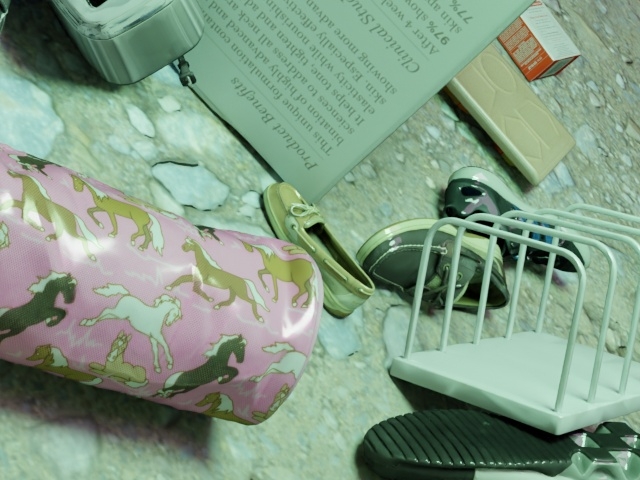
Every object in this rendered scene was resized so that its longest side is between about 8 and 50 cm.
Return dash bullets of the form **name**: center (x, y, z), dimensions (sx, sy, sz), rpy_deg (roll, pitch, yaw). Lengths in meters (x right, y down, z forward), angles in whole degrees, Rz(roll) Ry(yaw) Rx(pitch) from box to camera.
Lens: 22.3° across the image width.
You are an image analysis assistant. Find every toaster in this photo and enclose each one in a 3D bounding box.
- **toaster**: center (-0.196, -0.246, 1.508), dimensions (0.227, 0.129, 0.146), rpy_deg (59, -2, 13)

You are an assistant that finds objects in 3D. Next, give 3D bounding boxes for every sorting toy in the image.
- **sorting toy**: center (0.233, -0.165, 2.070), dimensions (0.193, 0.038, 0.208), rpy_deg (49, 28, 0)

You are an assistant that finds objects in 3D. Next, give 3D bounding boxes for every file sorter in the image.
- **file sorter**: center (0.237, 0.066, 1.626), dimensions (0.192, 0.173, 0.277), rpy_deg (17, 14, 36)

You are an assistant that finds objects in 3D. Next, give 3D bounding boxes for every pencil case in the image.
- **pencil case**: center (-0.179, 0.024, 1.266), dimensions (0.386, 0.167, 0.160), rpy_deg (24, 5, -34)

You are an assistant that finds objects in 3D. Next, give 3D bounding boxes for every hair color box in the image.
- **hair color box**: center (0.276, -0.303, 2.246), dimensions (0.093, 0.053, 0.167), rpy_deg (-19, 73, -55)

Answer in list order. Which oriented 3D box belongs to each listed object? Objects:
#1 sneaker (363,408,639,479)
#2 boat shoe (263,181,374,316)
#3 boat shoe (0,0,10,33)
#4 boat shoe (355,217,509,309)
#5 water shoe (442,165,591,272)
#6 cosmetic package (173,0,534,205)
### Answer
- **sneaker**: center (0.190, 0.245, 1.514), dimensions (0.330, 0.146, 0.122), rpy_deg (8, 17, -16)
- **boat shoe**: center (-0.001, 0.001, 1.598), dimensions (0.056, 0.048, 0.153), rpy_deg (-7, 61, -53)
- **boat shoe**: center (-0.306, -0.237, 1.455), dimensions (0.080, 0.076, 0.228), rpy_deg (28, 37, -30)
- **boat shoe**: center (0.128, 0.032, 1.692), dimensions (0.223, 0.080, 0.073), rpy_deg (11, 43, -51)
- **water shoe**: center (0.219, -0.003, 1.866), dimensions (0.203, 0.073, 0.080), rpy_deg (32, 57, -17)
- **cosmetic package**: center (0.056, -0.316, 1.675), dimensions (0.329, 0.393, 0.327), rpy_deg (47, 33, -3)
